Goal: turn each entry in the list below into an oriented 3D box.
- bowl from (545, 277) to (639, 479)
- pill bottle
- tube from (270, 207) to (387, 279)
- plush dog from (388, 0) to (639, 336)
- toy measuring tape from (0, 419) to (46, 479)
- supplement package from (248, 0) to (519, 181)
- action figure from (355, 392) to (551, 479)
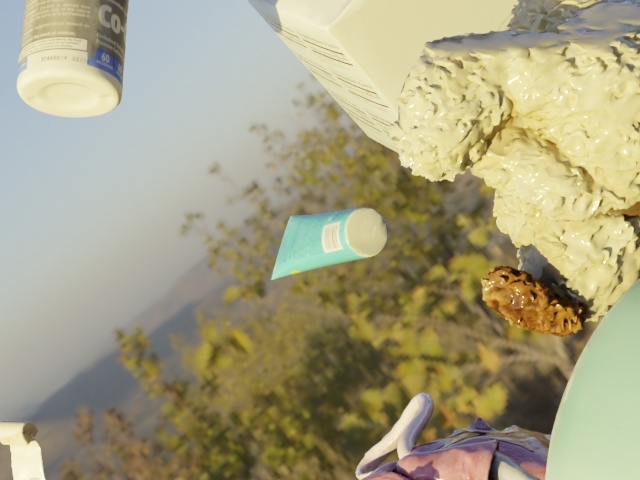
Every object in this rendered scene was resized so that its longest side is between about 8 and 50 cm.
[{"bbox_3d":[0.306,0.158,0.848,0.311,0.311,0.163,-40,22,-25],"label":"bowl"},{"bbox_3d":[-0.183,-0.168,1.047,0.078,0.137,0.078,1,-20,0],"label":"pill bottle"},{"bbox_3d":[0.000,0.000,1.549,0.207,0.052,0.080,-9,55,61],"label":"tube"},{"bbox_3d":[0.195,-0.051,0.996,0.211,0.225,0.262,14,34,32],"label":"plush dog"},{"bbox_3d":[-0.302,0.343,1.331,0.121,0.330,0.121,-6,2,0],"label":"toy measuring tape"},{"bbox_3d":[0.084,-0.202,1.207,0.194,0.203,0.149,-49,38,-6],"label":"supplement package"},{"bbox_3d":[0.112,0.230,1.290,0.248,0.276,0.370,-57,-26,15],"label":"action figure"}]
